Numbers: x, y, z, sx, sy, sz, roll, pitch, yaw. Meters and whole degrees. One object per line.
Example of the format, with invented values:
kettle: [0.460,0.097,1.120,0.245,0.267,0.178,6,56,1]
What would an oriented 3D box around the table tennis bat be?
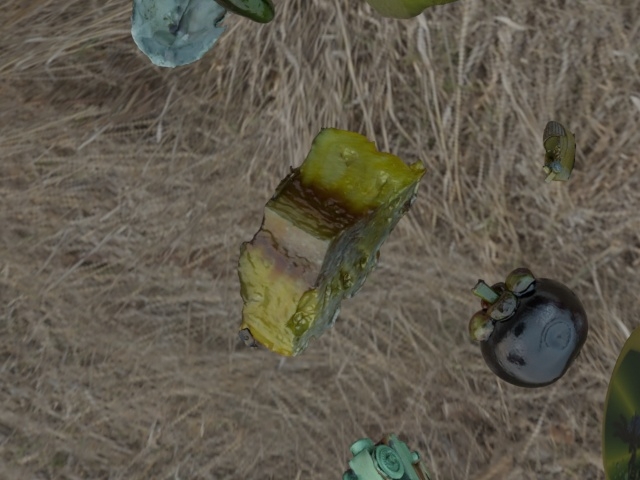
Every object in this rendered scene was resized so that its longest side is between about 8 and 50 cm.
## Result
table tennis bat: [0.310,0.111,0.866,0.050,0.198,0.321,7,95,-13]

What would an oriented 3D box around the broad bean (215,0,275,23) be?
broad bean: [-0.136,-0.302,1.060,0.254,0.065,0.047,34,70,-43]

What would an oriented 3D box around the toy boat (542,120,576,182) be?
toy boat: [0.371,-0.137,1.583,0.048,0.149,0.047,28,132,-8]

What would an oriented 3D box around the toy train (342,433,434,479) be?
toy train: [0.098,0.290,1.085,0.074,0.118,0.176,-46,58,29]

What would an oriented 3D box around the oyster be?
oyster: [-0.202,-0.381,1.404,0.199,0.087,0.252,-28,94,-6]

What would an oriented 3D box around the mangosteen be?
mangosteen: [0.243,0.099,1.206,0.151,0.137,0.137,41,105,-5]

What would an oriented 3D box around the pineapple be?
pineapple: [0.000,0.000,0.945,0.114,0.186,0.237,24,79,17]

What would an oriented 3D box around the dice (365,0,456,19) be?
dice: [0.120,-0.391,1.075,0.233,0.238,0.227,-33,107,-5]
